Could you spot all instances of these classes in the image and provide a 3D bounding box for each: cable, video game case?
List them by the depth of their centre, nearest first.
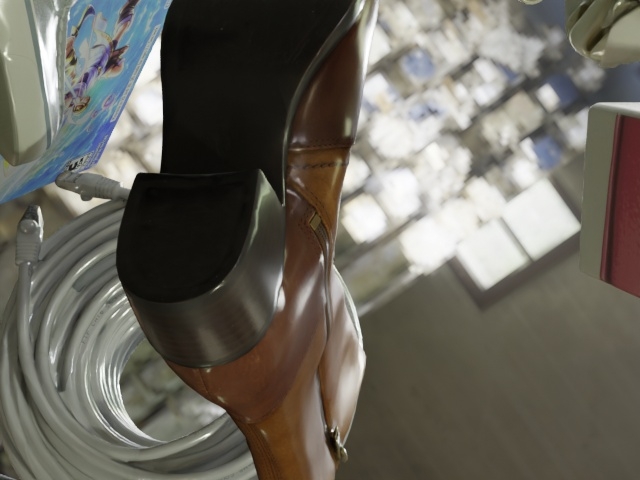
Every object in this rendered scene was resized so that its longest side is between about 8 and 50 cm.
[{"bbox_3d":[-0.099,0.090,1.033,0.089,0.257,0.257,81,19,-68],"label":"cable"},{"bbox_3d":[-0.229,-0.135,1.162,0.244,0.061,0.269,-27,155,-49],"label":"video game case"}]

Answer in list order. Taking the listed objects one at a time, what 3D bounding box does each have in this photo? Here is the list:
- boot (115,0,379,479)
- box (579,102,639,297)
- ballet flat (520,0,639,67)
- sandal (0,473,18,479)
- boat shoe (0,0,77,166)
[{"bbox_3d":[0.000,0.000,0.786,0.096,0.264,0.280,-2,147,15],"label":"boot"},{"bbox_3d":[0.287,-0.017,0.980,0.148,0.127,0.232,0,-170,-16],"label":"box"},{"bbox_3d":[0.176,-0.178,0.966,0.096,0.280,0.095,-49,-161,10],"label":"ballet flat"},{"bbox_3d":[-0.185,0.150,0.585,0.168,0.445,0.107,-57,171,-19],"label":"sandal"},{"bbox_3d":[-0.129,-0.141,0.672,0.081,0.079,0.228,-21,127,-27],"label":"boat shoe"}]
